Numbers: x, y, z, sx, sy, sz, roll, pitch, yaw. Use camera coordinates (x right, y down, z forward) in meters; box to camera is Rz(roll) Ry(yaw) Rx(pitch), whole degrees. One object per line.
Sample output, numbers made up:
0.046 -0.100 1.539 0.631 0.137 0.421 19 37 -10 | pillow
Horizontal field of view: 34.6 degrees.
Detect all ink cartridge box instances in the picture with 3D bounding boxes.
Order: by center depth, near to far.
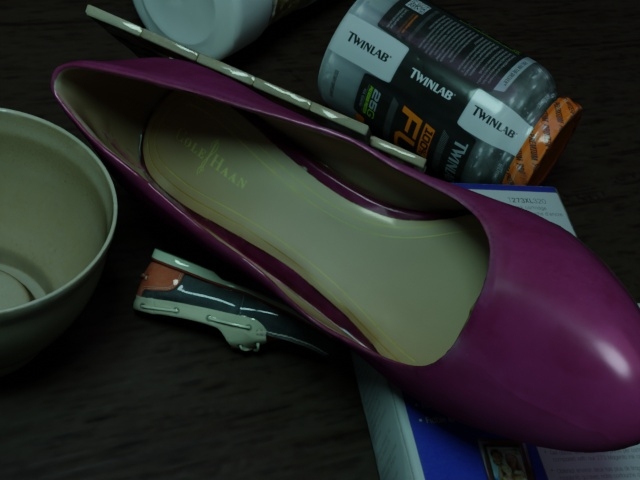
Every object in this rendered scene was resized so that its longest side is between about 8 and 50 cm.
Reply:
0.120 0.111 0.644 0.176 0.069 0.371 1 49 -16 | ink cartridge box

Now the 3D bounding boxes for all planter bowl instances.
-0.205 0.014 0.601 0.162 0.109 0.162 8 45 -9 | planter bowl

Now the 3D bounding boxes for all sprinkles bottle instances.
-0.017 -0.282 0.942 0.121 0.121 0.355 34 46 15 | sprinkles bottle

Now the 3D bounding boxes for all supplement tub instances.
0.103 -0.114 0.821 0.190 0.117 0.117 34 47 16 | supplement tub

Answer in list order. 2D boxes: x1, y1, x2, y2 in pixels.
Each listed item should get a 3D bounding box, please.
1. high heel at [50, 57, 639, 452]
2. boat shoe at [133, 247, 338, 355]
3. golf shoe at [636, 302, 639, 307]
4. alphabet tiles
0.000 0.000 0.559 0.181 0.127 0.377 18 7 -47 | high heel
-0.054 0.049 0.667 0.137 0.049 0.043 22 87 0 | boat shoe
0.297 0.071 0.714 0.198 0.094 0.077 15 49 -7 | golf shoe
-0.034 -0.095 0.739 0.237 0.198 0.009 25 90 5 | alphabet tiles
